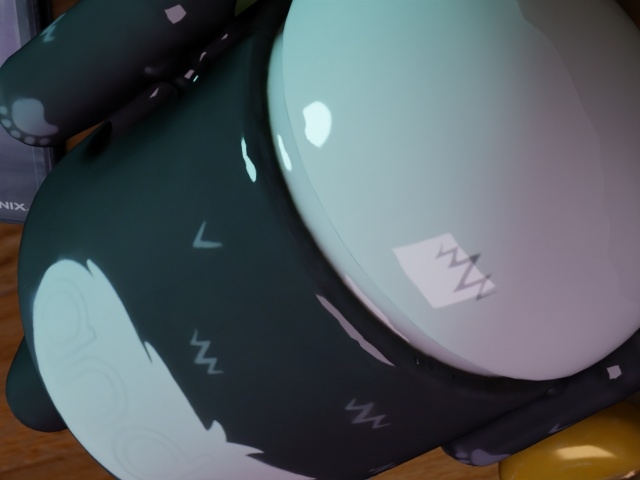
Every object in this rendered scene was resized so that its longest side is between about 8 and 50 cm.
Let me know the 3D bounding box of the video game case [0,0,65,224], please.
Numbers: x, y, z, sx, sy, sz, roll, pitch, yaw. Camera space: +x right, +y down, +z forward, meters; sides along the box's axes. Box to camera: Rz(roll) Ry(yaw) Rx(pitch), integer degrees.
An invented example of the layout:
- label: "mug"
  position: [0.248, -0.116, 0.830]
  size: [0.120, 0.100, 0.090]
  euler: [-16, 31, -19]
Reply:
- label: "video game case"
  position: [-0.200, -0.105, 0.639]
  size: [0.196, 0.026, 0.274]
  euler: [6, 143, 1]

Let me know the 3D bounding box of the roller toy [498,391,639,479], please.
- label: "roller toy"
  position: [0.178, 0.124, 0.778]
  size: [0.191, 0.146, 0.209]
  euler: [0, 141, 8]

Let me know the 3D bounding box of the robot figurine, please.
- label: "robot figurine"
  position: [0.002, -0.001, 0.629]
  size: [0.209, 0.174, 0.278]
  euler: [0, 156, -46]
